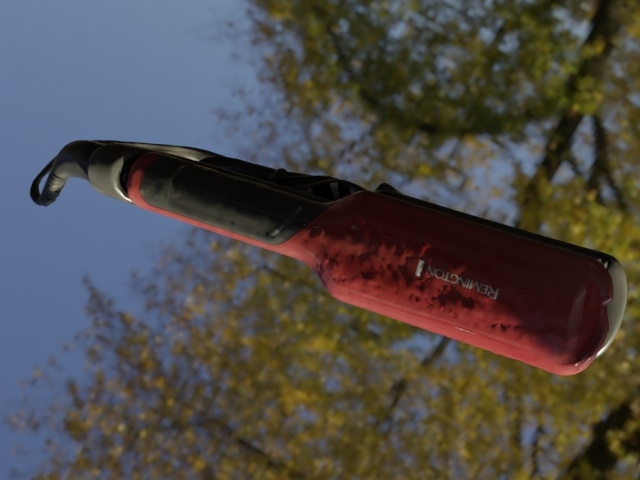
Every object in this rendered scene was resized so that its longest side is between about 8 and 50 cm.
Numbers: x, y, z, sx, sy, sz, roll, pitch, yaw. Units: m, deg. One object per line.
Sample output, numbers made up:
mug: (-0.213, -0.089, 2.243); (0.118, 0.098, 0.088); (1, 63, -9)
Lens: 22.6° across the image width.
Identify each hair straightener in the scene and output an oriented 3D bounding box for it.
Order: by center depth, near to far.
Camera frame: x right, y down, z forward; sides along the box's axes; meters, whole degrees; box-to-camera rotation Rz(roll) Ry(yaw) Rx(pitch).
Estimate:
hair straightener: (0.000, 0.000, 0.589); (0.230, 0.047, 0.089); (12, -175, 19)
